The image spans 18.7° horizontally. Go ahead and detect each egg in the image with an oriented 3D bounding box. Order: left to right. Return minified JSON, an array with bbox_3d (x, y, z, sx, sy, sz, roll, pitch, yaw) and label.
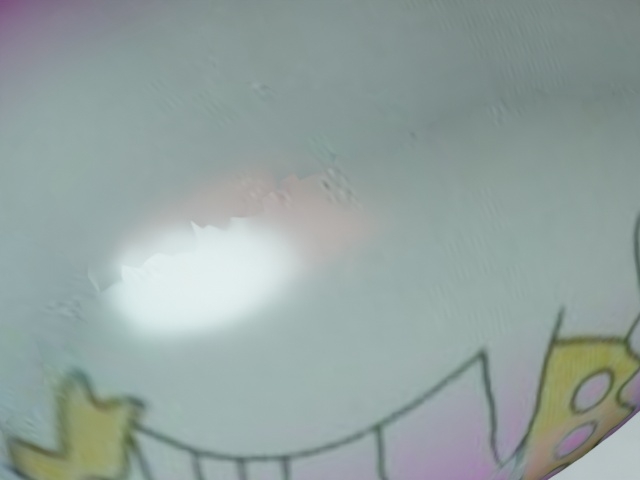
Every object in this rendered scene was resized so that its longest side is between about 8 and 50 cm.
[{"bbox_3d":[0.000,0.000,0.560,0.271,0.196,0.196,0,88,-15],"label":"egg"}]
